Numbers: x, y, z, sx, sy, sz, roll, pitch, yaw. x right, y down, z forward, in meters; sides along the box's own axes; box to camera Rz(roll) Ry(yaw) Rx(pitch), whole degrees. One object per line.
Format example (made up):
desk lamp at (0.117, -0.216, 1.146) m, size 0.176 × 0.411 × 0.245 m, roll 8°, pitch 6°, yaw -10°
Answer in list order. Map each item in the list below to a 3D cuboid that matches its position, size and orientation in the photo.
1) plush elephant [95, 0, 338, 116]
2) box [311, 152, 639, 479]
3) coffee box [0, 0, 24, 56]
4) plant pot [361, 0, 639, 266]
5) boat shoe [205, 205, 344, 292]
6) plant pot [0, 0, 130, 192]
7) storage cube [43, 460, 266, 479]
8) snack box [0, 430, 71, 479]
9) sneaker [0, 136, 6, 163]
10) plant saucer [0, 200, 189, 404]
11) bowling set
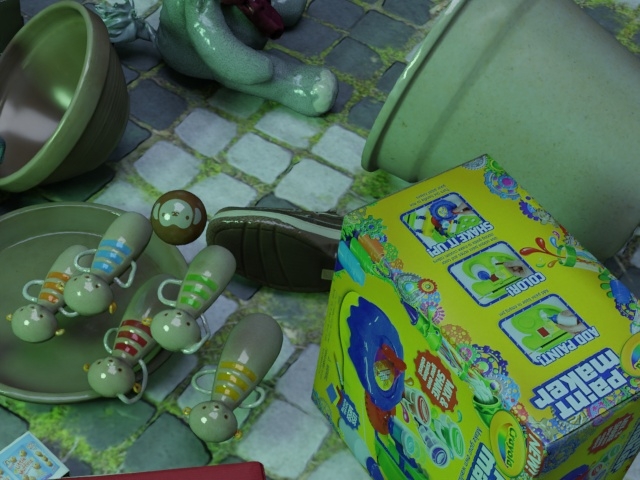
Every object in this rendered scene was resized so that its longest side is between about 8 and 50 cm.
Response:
plush elephant at (-0.123, -0.351, 1.449) m, size 0.330 × 0.255 × 0.272 m, roll 6°, pitch 47°, yaw -13°
box at (0.151, 0.131, 1.053) m, size 0.177 × 0.290 × 0.279 m, roll -23°, pitch 55°, yaw -27°
coffee box at (-0.514, -0.337, 1.505) m, size 0.141 × 0.098 × 0.246 m, roll -25°, pitch 56°, yaw -27°
plant pot at (0.267, -0.137, 1.323) m, size 0.305 × 0.334 × 0.334 m, roll 36°, pitch 52°, yaw 9°
boat shoe at (-0.002, 0.007, 1.289) m, size 0.257 × 0.095 × 0.095 m, roll 15°, pitch 34°, yaw -3°
plant pot at (-0.306, -0.155, 1.333) m, size 0.109 × 0.237 × 0.237 m, roll 29°, pitch 32°, yaw -42°
storage cube at (-0.128, 0.316, 0.917) m, size 0.215 × 0.184 × 0.193 m, roll -4°, pitch 47°, yaw -11°
snack box at (-0.325, 0.255, 1.050) m, size 0.064 × 0.022 × 0.178 m, roll 36°, pitch 53°, yaw 24°
sneaker at (-0.402, -0.121, 1.279) m, size 0.125 × 0.104 × 0.262 m, roll -1°, pitch 69°, yaw 24°
plant saucer at (-0.276, 0.068, 1.215) m, size 0.277 × 0.041 × 0.278 m, roll 4°, pitch 47°, yaw -4°
bowling set at (-0.179, 0.054, 1.091) m, size 0.287 × 0.200 × 0.154 m, roll 18°, pitch 49°, yaw 12°
